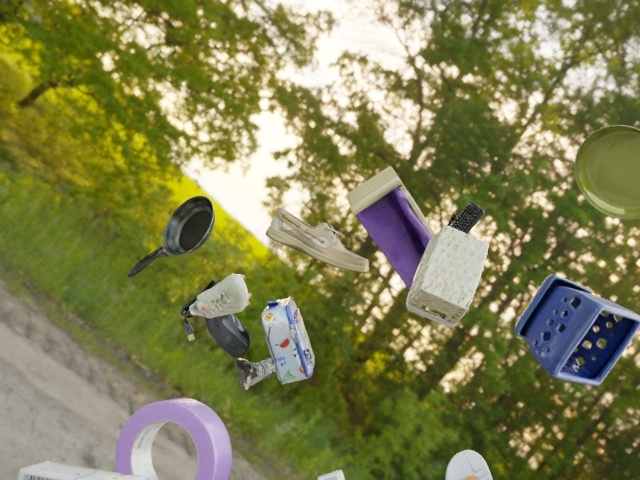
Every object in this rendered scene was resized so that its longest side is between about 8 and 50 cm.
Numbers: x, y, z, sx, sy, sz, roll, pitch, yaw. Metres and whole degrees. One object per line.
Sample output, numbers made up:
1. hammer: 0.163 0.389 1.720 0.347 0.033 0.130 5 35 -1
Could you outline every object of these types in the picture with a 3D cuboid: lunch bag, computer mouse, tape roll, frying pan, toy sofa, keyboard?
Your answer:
1. lunch bag: -0.097 0.286 1.992 0.303 0.115 0.243 -148 -137 -89
2. computer mouse: -0.329 0.257 1.986 0.262 0.184 0.060 58 15 28
3. tape roll: -0.357 0.526 1.620 0.275 0.274 0.090 40 7 21
4. frying pan: -0.415 0.014 1.944 0.197 0.326 0.053 29 -6 45
5. toy sofa: 0.228 -0.001 1.778 0.362 0.150 0.177 53 10 -26
6. keyboard: 0.424 -0.043 2.087 0.023 0.180 0.108 34 9 -32

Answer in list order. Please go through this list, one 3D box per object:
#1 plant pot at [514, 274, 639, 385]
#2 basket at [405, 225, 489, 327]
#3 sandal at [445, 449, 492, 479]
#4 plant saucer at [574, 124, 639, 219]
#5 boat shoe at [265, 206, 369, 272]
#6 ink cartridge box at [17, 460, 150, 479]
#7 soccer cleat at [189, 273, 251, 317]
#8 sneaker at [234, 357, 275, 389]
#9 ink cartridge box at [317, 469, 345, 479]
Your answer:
1. plant pot: 0.695 0.237 1.843 0.236 0.235 0.212 18 18 -36
2. basket: 0.254 0.069 1.321 0.113 0.167 0.103 24 -23 2
3. sandal: 0.326 0.580 1.410 0.076 0.102 0.265 116 -41 -73
4. plant saucer: 0.743 -0.169 1.634 0.241 0.037 0.240 29 -47 38
5. boat shoe: 0.000 0.000 2.027 0.341 0.110 0.122 23 2 11
6. ink cartridge box: -0.393 0.427 1.199 0.189 0.066 0.232 5 -3 11
7. soccer cleat: -0.187 0.112 1.241 0.196 0.076 0.068 -34 -106 60
8. sneaker: -0.204 0.411 2.176 0.086 0.132 0.228 63 -17 17
9. ink cartridge box: 0.079 0.717 1.513 0.296 0.066 0.261 -109 -177 -47
